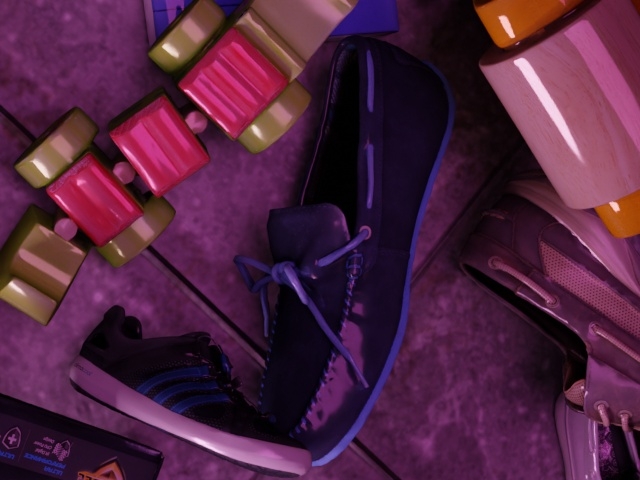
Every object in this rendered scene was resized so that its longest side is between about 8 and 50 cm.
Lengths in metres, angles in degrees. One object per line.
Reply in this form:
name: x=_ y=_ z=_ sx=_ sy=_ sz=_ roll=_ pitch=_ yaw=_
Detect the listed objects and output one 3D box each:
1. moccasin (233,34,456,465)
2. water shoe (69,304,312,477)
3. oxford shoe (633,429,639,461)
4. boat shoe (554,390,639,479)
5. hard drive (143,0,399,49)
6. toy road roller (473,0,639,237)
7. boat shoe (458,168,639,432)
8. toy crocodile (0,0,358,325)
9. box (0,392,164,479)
moccasin: x=0.000 y=0.000 z=0.990 sx=0.117 sy=0.137 sz=0.342 roll=29 pitch=65 yaw=-35
water shoe: x=-0.091 y=0.106 z=0.918 sx=0.203 sy=0.073 sz=0.080 roll=20 pitch=78 yaw=20
oxford shoe: x=0.331 y=0.141 z=1.156 sx=0.096 sy=0.083 sz=0.227 roll=4 pitch=87 yaw=-20
boat shoe: x=0.264 y=0.218 z=1.133 sx=0.066 sy=0.063 sz=0.184 roll=-10 pitch=93 yaw=-24
hard drive: x=-0.054 y=-0.317 z=1.008 sx=0.210 sy=0.040 sz=0.319 roll=-9 pitch=93 yaw=-24
toy road roller: x=0.262 y=-0.174 z=0.991 sx=0.240 sy=0.329 sz=0.202 roll=-30 pitch=104 yaw=18
boat shoe: x=0.259 y=0.100 z=1.069 sx=0.130 sy=0.132 sz=0.355 roll=-42 pitch=78 yaw=-6
toy crocodile: x=-0.111 y=-0.079 z=0.922 sx=0.340 sy=0.105 sz=0.115 roll=-42 pitch=107 yaw=0
box: x=-0.223 y=0.199 z=0.871 sx=0.220 sy=0.051 sz=0.175 roll=34 pitch=73 yaw=-50
